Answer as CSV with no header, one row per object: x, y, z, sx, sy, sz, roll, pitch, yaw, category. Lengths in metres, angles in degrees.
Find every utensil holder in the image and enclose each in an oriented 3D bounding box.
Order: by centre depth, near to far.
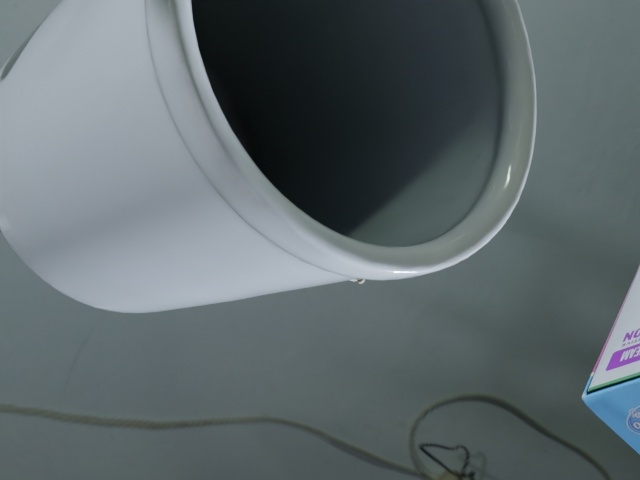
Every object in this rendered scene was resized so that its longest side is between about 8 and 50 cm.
-0.075,-0.104,0.724,0.327,0.385,0.328,10,73,-37,utensil holder

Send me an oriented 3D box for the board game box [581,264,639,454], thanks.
0.281,-0.046,0.421,0.064,0.242,0.316,43,54,-7,board game box

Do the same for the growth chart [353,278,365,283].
0.000,0.000,1.576,0.172,0.237,0.021,17,118,-14,growth chart
